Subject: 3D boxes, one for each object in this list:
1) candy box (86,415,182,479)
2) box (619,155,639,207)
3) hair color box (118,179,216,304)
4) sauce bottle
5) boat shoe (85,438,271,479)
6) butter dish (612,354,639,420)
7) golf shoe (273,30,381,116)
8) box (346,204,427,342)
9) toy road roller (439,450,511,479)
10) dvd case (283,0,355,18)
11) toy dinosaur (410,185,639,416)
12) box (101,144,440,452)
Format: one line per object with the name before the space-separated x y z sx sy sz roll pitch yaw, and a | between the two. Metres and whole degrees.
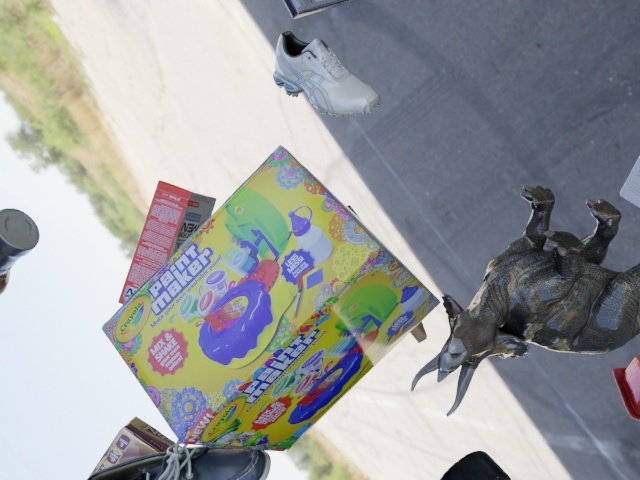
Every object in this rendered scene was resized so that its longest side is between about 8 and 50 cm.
candy box | -0.309 0.459 1.203 0.182 0.317 0.087 34 180 1
box | 0.784 -0.212 1.535 0.168 0.215 0.345 41 132 31
hair color box | -0.201 0.011 1.027 0.053 0.167 0.093 21 -177 13
sauce bottle | -0.544 0.067 1.162 0.111 0.344 0.111 35 -146 -28
boat shoe | -0.187 0.304 0.998 0.079 0.254 0.095 61 -155 -29
butter dish | 0.673 0.272 1.506 0.160 0.159 0.118 -81 -5 -59
golf shoe | 0.003 -0.225 1.042 0.176 0.069 0.086 27 141 28
box | 0.105 0.054 1.282 0.201 0.021 0.164 50 -165 -30
toy road roller | 0.195 0.452 0.985 0.202 0.240 0.330 44 164 42
dvd case | -0.030 -0.521 1.375 0.239 0.179 0.029 63 149 2
toy dinosaur | 0.229 0.048 0.707 0.121 0.313 0.160 -118 35 -48
box | -0.045 0.088 0.933 0.177 0.290 0.279 47 -175 27
